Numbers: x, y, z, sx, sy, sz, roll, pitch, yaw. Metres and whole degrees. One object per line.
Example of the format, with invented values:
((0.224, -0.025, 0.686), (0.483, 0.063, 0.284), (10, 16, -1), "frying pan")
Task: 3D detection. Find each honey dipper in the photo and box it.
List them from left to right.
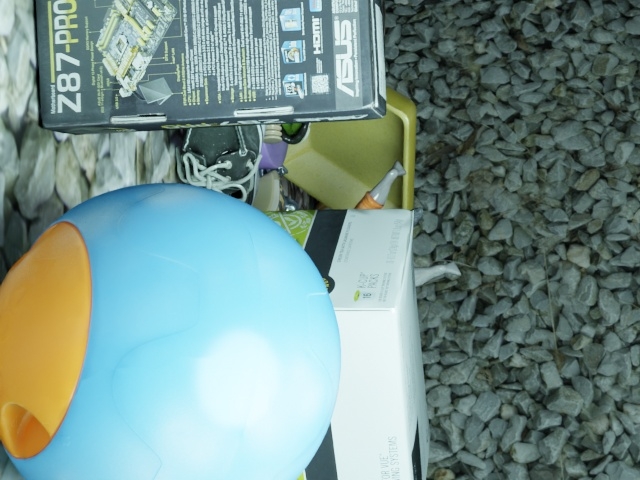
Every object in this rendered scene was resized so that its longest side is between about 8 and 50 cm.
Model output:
((-0.070, -0.216, 1.561), (0.030, 0.030, 0.161), (48, 39, -76), "honey dipper")

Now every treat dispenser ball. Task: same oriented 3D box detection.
((-0.126, 0.097, 0.909), (0.288, 0.288, 0.288), (-2, 90, -81), "treat dispenser ball")

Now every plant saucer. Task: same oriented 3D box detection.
((0.047, -0.179, 1.885), (0.081, 0.332, 0.333), (-37, 147, -26), "plant saucer")

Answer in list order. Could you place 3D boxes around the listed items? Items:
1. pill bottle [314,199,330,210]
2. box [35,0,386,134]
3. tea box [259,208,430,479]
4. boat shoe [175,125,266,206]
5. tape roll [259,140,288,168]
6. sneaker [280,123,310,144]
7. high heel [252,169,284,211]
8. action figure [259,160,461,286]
((0.066, -0.065, 2.497), (0.162, 0.162, 0.279), (79, 13, -45), "pill bottle")
((-0.104, -0.301, 1.024), (0.097, 0.318, 0.395), (-9, 96, -81), "box")
((-0.051, 0.157, 1.241), (0.220, 0.323, 0.329), (-74, 161, -59), "tea box")
((-0.135, -0.100, 1.451), (0.306, 0.113, 0.105), (102, -1, -57), "boat shoe")
((-0.111, -0.244, 1.678), (0.275, 0.090, 0.275), (-2, 90, -81), "tape roll")
((-0.041, -0.216, 1.629), (0.075, 0.063, 0.171), (-85, 175, -68), "sneaker")
((-0.099, 0.037, 1.654), (0.186, 0.093, 0.261), (71, 34, -46), "high heel")
((0.000, 0.000, 1.713), (0.341, 0.330, 0.178), (61, 7, -1), "action figure")
